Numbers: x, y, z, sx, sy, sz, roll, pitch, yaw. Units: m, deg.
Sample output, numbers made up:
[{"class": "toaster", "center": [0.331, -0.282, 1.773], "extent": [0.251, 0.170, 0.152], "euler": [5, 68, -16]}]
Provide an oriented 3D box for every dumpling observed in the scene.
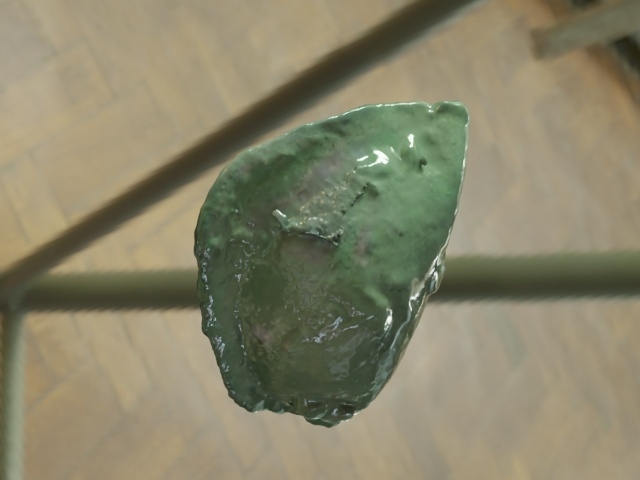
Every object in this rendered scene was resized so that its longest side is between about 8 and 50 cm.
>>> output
[{"class": "dumpling", "center": [0.011, 0.006, 1.029], "extent": [0.105, 0.216, 0.149], "euler": [29, 4, 27]}]
